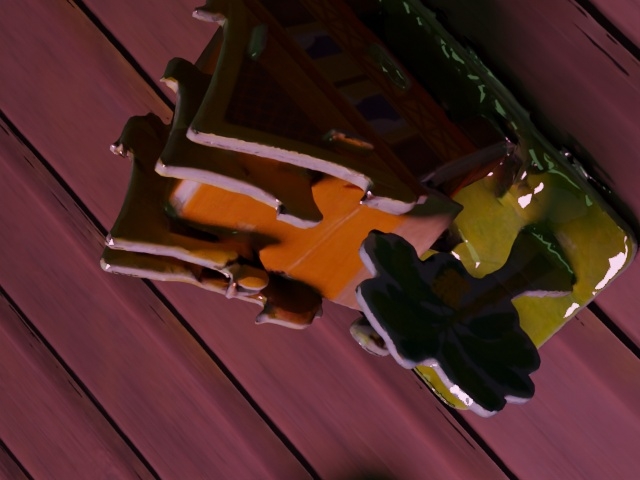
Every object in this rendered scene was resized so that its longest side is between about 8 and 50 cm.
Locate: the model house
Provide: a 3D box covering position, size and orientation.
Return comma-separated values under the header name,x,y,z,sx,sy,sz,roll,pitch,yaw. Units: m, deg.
name,x,y,z,sx,sy,sz,roll,pitch,yaw
model house,0.000,0.000,0.896,0.358,0.313,0.242,51,129,11
